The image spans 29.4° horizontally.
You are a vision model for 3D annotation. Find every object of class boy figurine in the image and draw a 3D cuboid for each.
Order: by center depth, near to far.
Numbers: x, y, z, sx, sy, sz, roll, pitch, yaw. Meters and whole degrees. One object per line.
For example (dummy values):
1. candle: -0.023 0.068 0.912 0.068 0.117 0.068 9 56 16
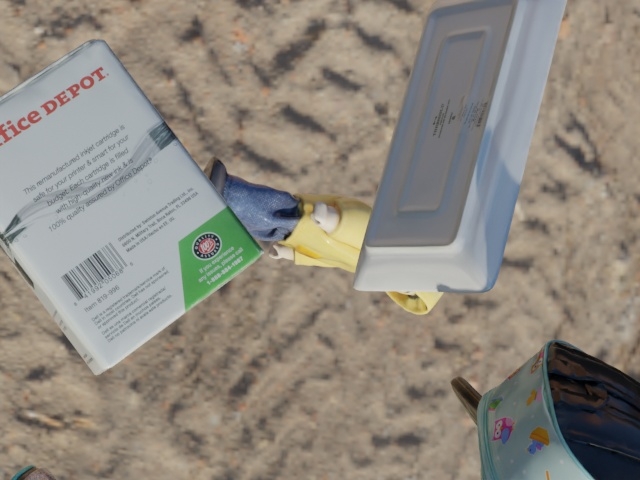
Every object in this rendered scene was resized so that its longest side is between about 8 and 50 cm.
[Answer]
1. boy figurine: 0.000 0.000 1.245 0.285 0.177 0.092 19 72 -18

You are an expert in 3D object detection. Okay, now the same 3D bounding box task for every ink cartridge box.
1. ink cartridge box: -0.170 -0.025 0.932 0.153 0.087 0.208 -36 91 -18

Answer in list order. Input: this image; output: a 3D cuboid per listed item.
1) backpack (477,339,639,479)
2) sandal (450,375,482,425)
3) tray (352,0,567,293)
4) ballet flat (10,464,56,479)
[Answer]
1. backpack: 0.197 0.173 0.900 0.188 0.144 0.166 39 32 -25
2. sandal: 0.229 0.207 1.286 0.060 0.219 0.090 -46 140 -15
3. tray: 0.104 -0.089 0.962 0.030 0.145 0.270 31 68 -41
4. ballet flat: -0.407 0.417 1.518 0.316 0.106 0.107 -52 171 25
